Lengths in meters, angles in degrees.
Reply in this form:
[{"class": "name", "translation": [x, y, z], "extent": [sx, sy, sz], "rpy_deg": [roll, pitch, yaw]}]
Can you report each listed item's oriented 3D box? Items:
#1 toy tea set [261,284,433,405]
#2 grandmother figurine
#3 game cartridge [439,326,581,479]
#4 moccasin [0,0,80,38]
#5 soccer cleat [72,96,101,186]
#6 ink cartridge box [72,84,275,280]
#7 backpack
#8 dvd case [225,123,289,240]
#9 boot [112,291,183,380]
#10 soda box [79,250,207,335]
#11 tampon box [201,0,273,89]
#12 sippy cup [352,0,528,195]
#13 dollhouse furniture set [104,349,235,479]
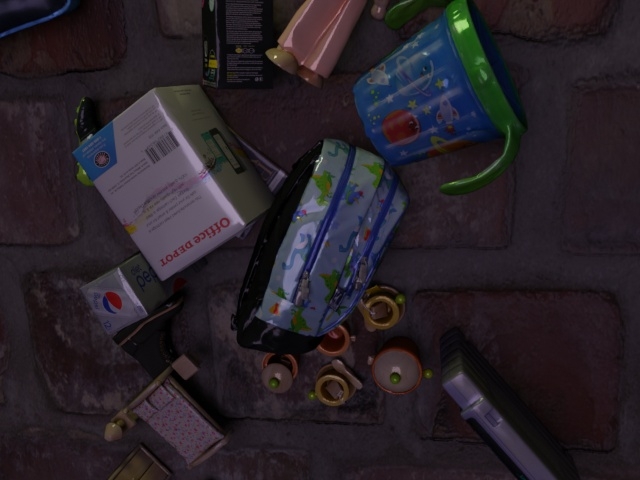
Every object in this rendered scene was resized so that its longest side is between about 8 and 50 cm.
[{"class": "toy tea set", "translation": [0.042, 0.236, 1.278], "extent": [0.336, 0.124, 0.200], "rpy_deg": [-29, 97, 17]}, {"class": "grandmother figurine", "translation": [0.055, -0.415, 1.070], "extent": [0.104, 0.208, 0.342], "rpy_deg": [43, 109, 25]}, {"class": "game cartridge", "translation": [0.341, 0.334, 1.187], "extent": [0.068, 0.230, 0.355], "rpy_deg": [-40, 93, 19]}, {"class": "moccasin", "translation": [-0.622, -0.438, 1.245], "extent": [0.342, 0.138, 0.117], "rpy_deg": [-18, 115, 3]}, {"class": "soccer cleat", "translation": [-0.443, -0.192, 1.307], "extent": [0.072, 0.060, 0.179], "rpy_deg": [7, 113, 0]}, {"class": "ink cartridge box", "translation": [-0.249, -0.108, 1.190], "extent": [0.198, 0.197, 0.270], "rpy_deg": [-31, 96, 19]}, {"class": "backpack", "translation": [0.000, 0.000, 1.164], "extent": [0.273, 0.290, 0.356], "rpy_deg": [9, 100, 1]}, {"class": "dvd case", "translation": [-0.191, -0.129, 1.286], "extent": [0.221, 0.018, 0.164], "rpy_deg": [38, 109, 0]}, {"class": "boot", "translation": [-0.321, 0.201, 1.382], "extent": [0.198, 0.077, 0.137], "rpy_deg": [-33, 101, 31]}, {"class": "soda box", "translation": [-0.313, 0.064, 1.222], "extent": [0.091, 0.286, 0.098], "rpy_deg": [-27, 98, 17]}, {"class": "tampon box", "translation": [-0.145, -0.346, 1.148], "extent": [0.101, 0.120, 0.161], "rpy_deg": [-5, 106, -20]}, {"class": "sippy cup", "translation": [0.184, -0.236, 1.076], "extent": [0.224, 0.305, 0.240], "rpy_deg": [-23, 126, 25]}, {"class": "dollhouse furniture set", "translation": [-0.298, 0.454, 1.355], "extent": [0.303, 0.174, 0.355], "rpy_deg": [46, 119, -3]}]
